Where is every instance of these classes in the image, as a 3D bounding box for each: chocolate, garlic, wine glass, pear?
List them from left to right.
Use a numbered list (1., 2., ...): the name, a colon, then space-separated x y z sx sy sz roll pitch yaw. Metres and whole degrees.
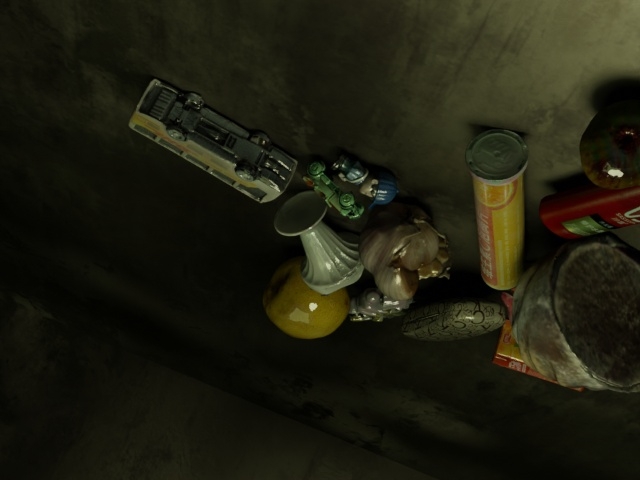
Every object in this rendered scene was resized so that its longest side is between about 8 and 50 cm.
1. pear: -0.027 0.143 2.347 0.209 0.208 0.209 18 154 9
2. wine glass: 0.000 0.000 2.115 0.165 0.165 0.196 4 143 33
3. garlic: 0.208 0.014 1.966 0.257 0.207 0.207 -6 142 47
4. chocolate: 0.483 0.156 1.839 0.303 0.303 0.213 32 149 -19

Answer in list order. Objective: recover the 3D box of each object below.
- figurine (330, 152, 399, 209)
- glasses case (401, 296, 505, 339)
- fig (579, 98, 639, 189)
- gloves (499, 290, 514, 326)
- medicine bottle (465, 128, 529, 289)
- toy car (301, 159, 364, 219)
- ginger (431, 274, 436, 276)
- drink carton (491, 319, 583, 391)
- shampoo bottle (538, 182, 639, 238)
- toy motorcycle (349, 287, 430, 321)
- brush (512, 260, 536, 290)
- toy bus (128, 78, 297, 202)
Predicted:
1. figurine: 0.091 -0.126 1.916 0.136 0.079 0.077 47 178 -3
2. glasses case: 0.297 0.183 2.212 0.137 0.085 0.355 7 167 -17
3. fig: 0.481 -0.133 1.535 0.149 0.149 0.245 15 175 14
4. gloves: 0.489 0.189 2.127 0.241 0.126 0.145 24 157 -18
5. medicine bottle: 0.341 -0.040 1.822 0.108 0.108 0.426 13 153 20
6. toy car: 0.025 -0.098 1.950 0.143 0.054 0.073 47 178 29
7. ginger: 0.209 0.068 2.178 0.089 0.075 0.288 25 150 -9
8. drink carton: 0.525 0.271 2.272 0.223 0.096 0.071 18 154 9
9. shampoo bottle: 0.525 -0.069 1.646 0.118 0.076 0.314 28 155 -29
10. toy motorcycle: 0.146 0.153 2.357 0.225 0.073 0.152 -12 158 40
11. brush: 0.490 0.081 2.000 0.323 0.051 0.070 7 143 34
12. toy bus: -0.222 -0.197 1.974 0.343 0.097 0.138 30 155 -14
